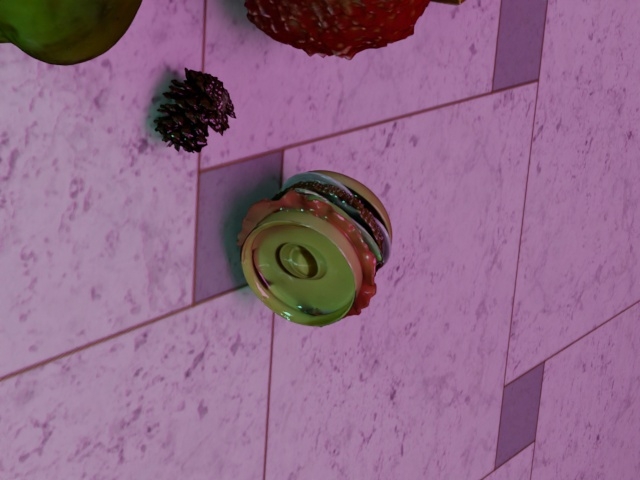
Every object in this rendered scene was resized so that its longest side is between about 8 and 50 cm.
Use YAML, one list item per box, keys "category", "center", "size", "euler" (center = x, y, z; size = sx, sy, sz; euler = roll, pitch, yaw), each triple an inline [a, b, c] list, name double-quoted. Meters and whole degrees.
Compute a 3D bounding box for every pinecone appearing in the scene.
- category: "pinecone"
  center: [-0.126, -0.127, 1.361]
  size: [0.083, 0.077, 0.077]
  euler: [-38, 143, 2]

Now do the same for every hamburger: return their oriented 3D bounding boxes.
- category: "hamburger"
  center: [0.001, -0.002, 1.525]
  size: [0.137, 0.175, 0.175]
  euler: [-57, 145, -44]

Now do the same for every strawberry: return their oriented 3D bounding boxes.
- category: "strawberry"
  center: [0.031, -0.306, 1.371]
  size: [0.261, 0.258, 0.261]
  euler: [-11, 104, -51]

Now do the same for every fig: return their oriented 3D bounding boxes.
- category: "fig"
  center: [-0.208, -0.255, 1.055]
  size: [0.225, 0.203, 0.203]
  euler: [-60, 146, -10]

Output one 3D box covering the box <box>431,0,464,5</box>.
- category: "box"
  center: [0.206, -0.412, 1.757]
  size: [0.240, 0.074, 0.153]
  euler: [-39, 129, -42]
